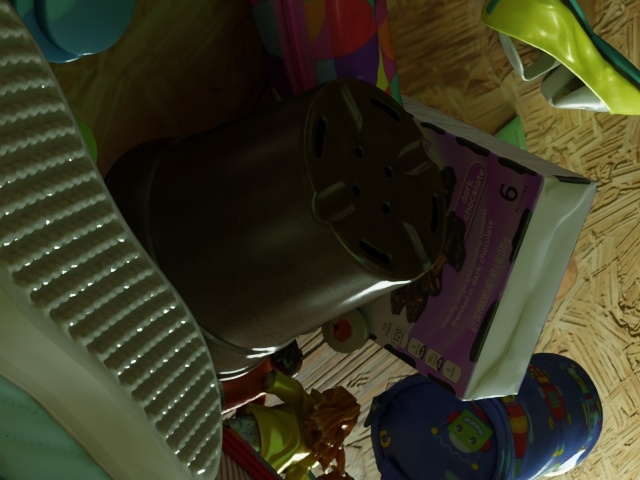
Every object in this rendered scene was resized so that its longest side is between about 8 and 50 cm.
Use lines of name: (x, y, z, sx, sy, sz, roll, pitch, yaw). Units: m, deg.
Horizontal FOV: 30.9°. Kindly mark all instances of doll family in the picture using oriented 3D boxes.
doll family: (-0.039, 0.194, 0.901, 0.163, 0.118, 0.263, -18, 124, -36)

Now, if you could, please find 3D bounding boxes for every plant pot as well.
plant pot: (-0.024, -0.012, 0.709, 0.167, 0.165, 0.167, 22, 58, -41)

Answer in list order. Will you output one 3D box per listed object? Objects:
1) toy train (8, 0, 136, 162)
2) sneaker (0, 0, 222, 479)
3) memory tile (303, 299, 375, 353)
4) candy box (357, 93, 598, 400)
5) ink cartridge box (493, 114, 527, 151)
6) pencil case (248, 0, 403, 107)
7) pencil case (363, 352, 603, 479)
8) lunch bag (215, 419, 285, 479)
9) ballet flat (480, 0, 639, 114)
toy train: (-0.169, -0.056, 0.612, 0.105, 0.143, 0.248, -6, 117, -41)
sneaker: (-0.169, 0.018, 0.509, 0.150, 0.135, 0.366, -12, 133, 11)
memory tile: (0.000, 0.000, 0.833, 0.012, 0.113, 0.148, -14, 123, -62)
candy box: (0.079, -0.003, 0.839, 0.070, 0.196, 0.164, 2, 112, -45)
ink cartridge box: (0.132, 0.001, 0.993, 0.209, 0.062, 0.109, -41, 135, -18)
pencil case: (-0.007, -0.167, 0.737, 0.104, 0.104, 0.236, -35, 133, -24)
pencil case: (0.152, 0.168, 1.020, 0.133, 0.119, 0.306, -39, 161, 22)
lunch bag: (-0.162, 0.221, 0.735, 0.258, 0.120, 0.293, 46, 79, -2)
ballet flat: (0.209, -0.155, 0.979, 0.077, 0.077, 0.231, -43, 138, 15)
